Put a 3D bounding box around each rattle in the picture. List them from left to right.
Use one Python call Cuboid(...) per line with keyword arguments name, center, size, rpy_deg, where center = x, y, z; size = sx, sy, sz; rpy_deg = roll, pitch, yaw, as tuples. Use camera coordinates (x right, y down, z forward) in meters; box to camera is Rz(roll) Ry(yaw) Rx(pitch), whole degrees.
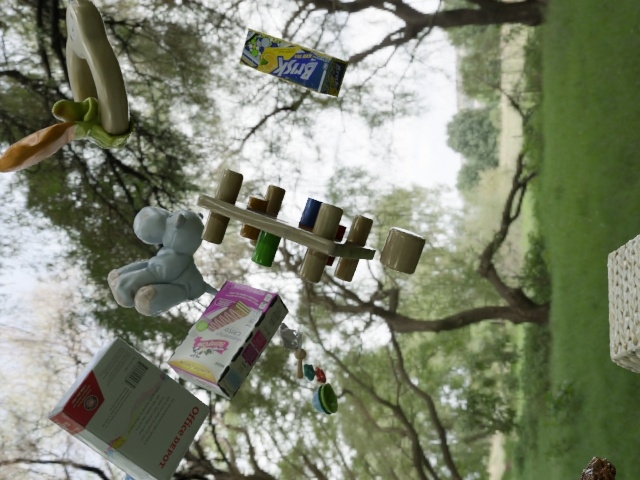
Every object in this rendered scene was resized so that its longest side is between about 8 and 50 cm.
Cuboid(name="rattle", center=(-0.277, -0.186, 0.639), size=(0.130, 0.142, 0.200), rpy_deg=(-135, 35, -63))

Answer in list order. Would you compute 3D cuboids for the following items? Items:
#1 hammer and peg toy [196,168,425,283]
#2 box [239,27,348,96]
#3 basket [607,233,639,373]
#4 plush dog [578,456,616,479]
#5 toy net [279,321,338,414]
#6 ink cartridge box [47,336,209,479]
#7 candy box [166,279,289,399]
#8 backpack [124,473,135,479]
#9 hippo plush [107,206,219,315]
Cuboid(name="hammer and peg toy", center=(0.000, 0.000, 1.065), size=(0.128, 0.361, 0.266), rpy_deg=(-71, -18, 3))
Cuboid(name="box", center=(-0.043, -0.278, 0.981), size=(0.054, 0.168, 0.059), rpy_deg=(-9, -58, -57))
Cuboid(name="basket", center=(0.847, 0.153, 1.378), size=(0.266, 0.328, 0.331), rpy_deg=(-52, 17, 51))
Cuboid(name="plush dog", center=(0.406, 0.352, 0.705), size=(0.210, 0.225, 0.263), rpy_deg=(-30, -85, -59))
Cuboid(name="toy net", center=(-0.020, 0.285, 1.444), size=(0.232, 0.045, 0.122), rpy_deg=(65, -157, -1))
Cuboid(name="ink cartridge box", center=(-0.265, 0.243, 0.882), size=(0.175, 0.072, 0.127), rpy_deg=(43, -132, -15))
Cuboid(name="candy box", center=(-0.197, 0.206, 1.350), size=(0.233, 0.159, 0.071), rpy_deg=(-57, -41, -28))
Cuboid(name="backpack", center=(-0.344, 0.541, 1.254), size=(0.117, 0.173, 0.158), rpy_deg=(-48, -33, -18))
Cuboid(name="hippo plush", center=(-0.376, 0.041, 1.541), size=(0.234, 0.294, 0.237), rpy_deg=(-48, -31, -73))
